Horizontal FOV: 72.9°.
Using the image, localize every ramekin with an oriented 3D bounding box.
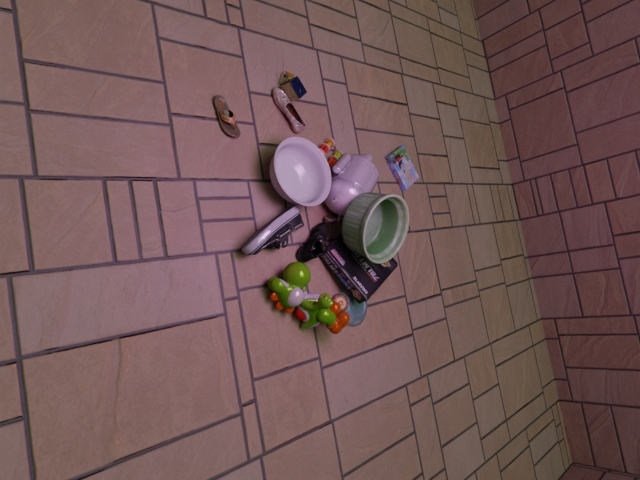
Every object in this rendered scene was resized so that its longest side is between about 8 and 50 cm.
[{"bbox_3d":[0.233,-0.064,1.868,0.304,0.148,0.303,-19,118,-39],"label":"ramekin"}]

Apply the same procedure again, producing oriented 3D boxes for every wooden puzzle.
[{"bbox_3d":[-0.152,-0.723,1.970,0.079,0.014,0.116,20,67,-36],"label":"wooden puzzle"}]

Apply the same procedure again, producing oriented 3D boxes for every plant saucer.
[{"bbox_3d":[0.087,0.276,1.918,0.084,0.015,0.083,4,75,-14],"label":"plant saucer"},{"bbox_3d":[0.158,0.295,1.984,0.195,0.038,0.194,11,73,-40],"label":"plant saucer"}]

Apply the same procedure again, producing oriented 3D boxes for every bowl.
[{"bbox_3d":[-0.106,-0.273,1.823,0.298,0.134,0.297,10,74,-38],"label":"bowl"}]

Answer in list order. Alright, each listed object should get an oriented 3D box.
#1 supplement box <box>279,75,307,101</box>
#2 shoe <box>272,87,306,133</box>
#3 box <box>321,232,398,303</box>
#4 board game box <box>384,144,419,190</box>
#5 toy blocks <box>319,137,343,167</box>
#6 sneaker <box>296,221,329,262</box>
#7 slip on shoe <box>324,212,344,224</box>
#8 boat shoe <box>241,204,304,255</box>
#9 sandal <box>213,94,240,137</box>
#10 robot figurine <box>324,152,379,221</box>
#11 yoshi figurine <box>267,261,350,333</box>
[{"bbox_3d":[-0.122,-0.671,1.927,0.056,0.083,0.083,-51,121,-29],"label":"supplement box"},{"bbox_3d":[-0.136,-0.582,1.920,0.076,0.058,0.219,-44,109,-38],"label":"shoe"},{"bbox_3d":[0.179,0.088,1.980,0.295,0.073,0.293,51,48,-1],"label":"box"},{"bbox_3d":[0.455,-0.403,2.404,0.160,0.039,0.211,-41,108,-39],"label":"board game box"},{"bbox_3d":[0.033,-0.393,2.025,0.123,0.054,0.148,52,52,-19],"label":"toy blocks"},{"bbox_3d":[0.000,0.000,1.856,0.087,0.130,0.227,54,49,-20],"label":"sneaker"},{"bbox_3d":[0.064,-0.097,1.995,0.135,0.051,0.041,-20,138,-53],"label":"slip on shoe"},{"bbox_3d":[-0.168,-0.023,1.718,0.335,0.121,0.119,-43,104,-41],"label":"boat shoe"},{"bbox_3d":[-0.366,-0.491,1.706,0.072,0.049,0.180,-27,98,-41],"label":"sandal"},{"bbox_3d":[0.139,-0.253,1.985,0.299,0.200,0.353,57,49,-36],"label":"robot figurine"},{"bbox_3d":[-0.036,0.213,1.747,0.362,0.204,0.202,36,43,-27],"label":"yoshi figurine"}]
